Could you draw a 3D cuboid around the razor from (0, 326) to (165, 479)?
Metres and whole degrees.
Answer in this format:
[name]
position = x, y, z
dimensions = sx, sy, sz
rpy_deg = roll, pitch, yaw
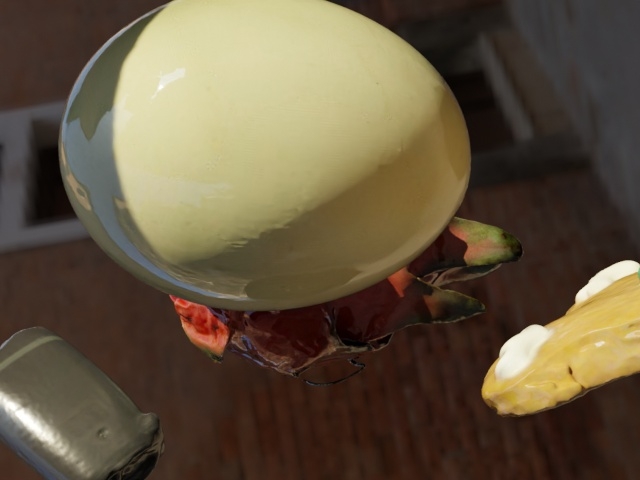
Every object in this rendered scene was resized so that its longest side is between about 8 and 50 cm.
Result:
[razor]
position = -0.182, 0.124, 1.356
dimensions = 0.148, 0.090, 0.054
rpy_deg = 36, 148, 29

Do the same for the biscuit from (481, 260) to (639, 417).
[biscuit]
position = 0.252, 0.003, 0.967
dimensions = 0.216, 0.339, 0.047
rpy_deg = -30, -82, -55

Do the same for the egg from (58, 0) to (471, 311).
[egg]
position = -0.030, -0.052, 1.106
dimensions = 0.186, 0.241, 0.186
rpy_deg = 178, 90, -74

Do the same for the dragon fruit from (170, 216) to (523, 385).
[dragon fruit]
position = 0.000, 0.000, 1.345
dimensions = 0.193, 0.274, 0.192
rpy_deg = -52, 40, 37
